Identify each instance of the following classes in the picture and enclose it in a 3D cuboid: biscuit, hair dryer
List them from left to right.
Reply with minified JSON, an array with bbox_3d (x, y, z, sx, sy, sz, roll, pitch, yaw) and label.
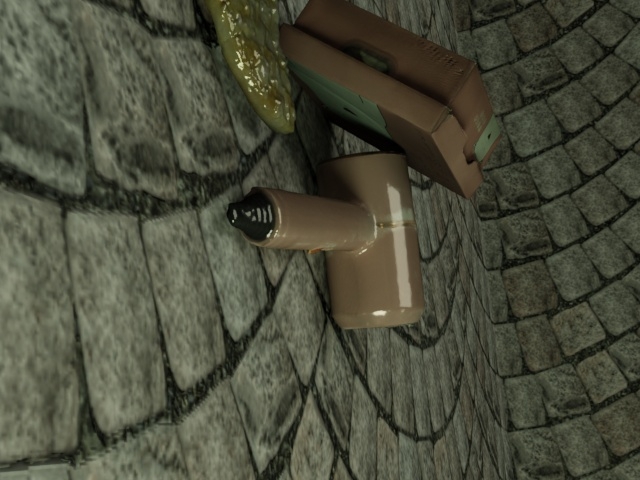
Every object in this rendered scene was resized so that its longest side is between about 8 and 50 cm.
[{"bbox_3d":[-0.078,-0.245,0.757,0.141,0.038,0.290,11,70,-71],"label":"biscuit"},{"bbox_3d":[0.000,0.000,0.829,0.344,0.106,0.190,4,80,-63],"label":"hair dryer"}]

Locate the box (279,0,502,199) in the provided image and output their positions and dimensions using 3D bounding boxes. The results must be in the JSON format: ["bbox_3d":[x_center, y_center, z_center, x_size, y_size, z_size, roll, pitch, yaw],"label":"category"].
[{"bbox_3d":[0.082,-0.155,0.923,0.086,0.215,0.215,-57,155,-1],"label":"box"}]
